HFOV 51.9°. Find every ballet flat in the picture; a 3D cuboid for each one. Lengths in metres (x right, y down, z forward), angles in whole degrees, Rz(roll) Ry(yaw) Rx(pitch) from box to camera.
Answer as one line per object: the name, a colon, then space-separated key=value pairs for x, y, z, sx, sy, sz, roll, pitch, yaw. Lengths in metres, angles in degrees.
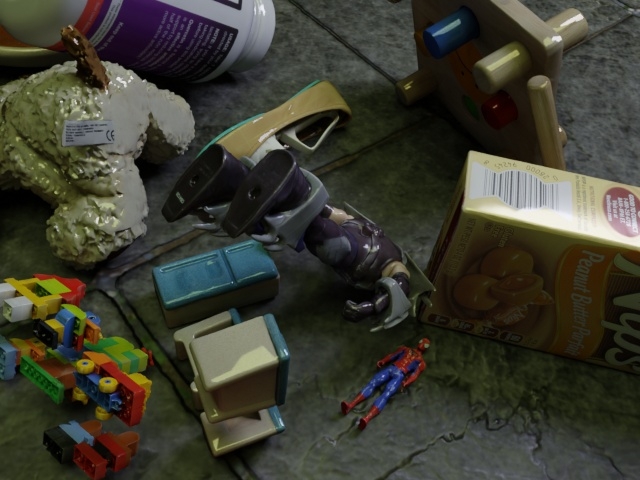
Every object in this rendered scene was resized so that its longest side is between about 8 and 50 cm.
ballet flat: x=-0.047 y=-0.127 z=0.809 sx=0.073 sy=0.080 sz=0.232 roll=46 pitch=60 yaw=9

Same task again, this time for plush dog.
plush dog: x=-0.296 y=-0.115 z=0.714 sx=0.226 sy=0.210 sz=0.262 roll=-4 pitch=47 yaw=21

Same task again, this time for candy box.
candy box: x=0.272 y=0.037 z=0.639 sx=0.317 sy=0.182 sz=0.087 roll=14 pitch=51 yaw=5

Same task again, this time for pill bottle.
pill bottle: x=-0.208 y=-0.295 z=0.793 sx=0.323 sy=0.181 sz=0.181 roll=0 pitch=41 yaw=-52

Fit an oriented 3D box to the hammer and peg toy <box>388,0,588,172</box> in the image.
hammer and peg toy: x=0.215 y=-0.179 z=0.760 sx=0.127 sy=0.266 sz=0.361 roll=-31 pitch=57 yaw=-5

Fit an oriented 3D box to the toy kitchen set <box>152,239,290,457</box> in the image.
toy kitchen set: x=-0.072 y=0.061 z=0.590 sx=0.122 sy=0.166 sz=0.207 roll=-16 pitch=55 yaw=-18

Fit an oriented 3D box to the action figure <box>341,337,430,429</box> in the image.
action figure: x=0.070 y=0.132 z=0.639 sx=0.038 sy=0.030 sz=0.115 roll=35 pitch=53 yaw=26

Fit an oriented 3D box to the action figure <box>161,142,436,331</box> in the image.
action figure: x=0.000 y=0.000 z=0.620 sx=0.185 sy=0.285 sz=0.099 roll=33 pitch=92 yaw=40

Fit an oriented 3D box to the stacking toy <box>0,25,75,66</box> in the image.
stacking toy: x=-0.385 y=-0.494 z=0.805 sx=0.351 sy=0.479 sz=0.350 roll=3 pitch=50 yaw=-4

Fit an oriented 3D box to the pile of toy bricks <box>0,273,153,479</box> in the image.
pile of toy bricks: x=-0.203 y=0.111 z=0.591 sx=0.212 sy=0.118 sz=0.105 roll=26 pitch=22 yaw=34
